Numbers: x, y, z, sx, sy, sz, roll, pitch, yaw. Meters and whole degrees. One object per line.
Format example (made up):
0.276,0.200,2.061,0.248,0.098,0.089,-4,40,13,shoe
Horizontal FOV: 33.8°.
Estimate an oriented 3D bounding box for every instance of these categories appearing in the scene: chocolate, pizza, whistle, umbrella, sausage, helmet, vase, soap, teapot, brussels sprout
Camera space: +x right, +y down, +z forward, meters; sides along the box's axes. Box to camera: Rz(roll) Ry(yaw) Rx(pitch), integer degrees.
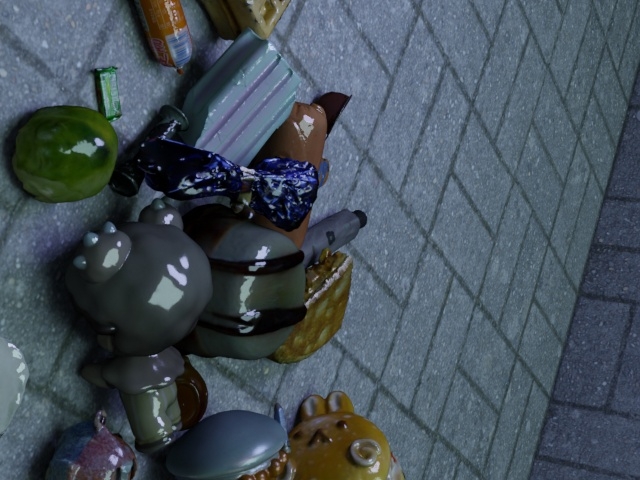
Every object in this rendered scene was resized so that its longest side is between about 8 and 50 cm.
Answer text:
-0.140,0.084,1.793,0.284,0.186,0.283,-20,116,-46,chocolate
-0.044,0.170,2.067,0.268,0.087,0.257,-46,155,-37,pizza
-0.360,0.421,1.609,0.142,0.134,0.346,-108,-152,-78,whistle
0.000,0.000,2.151,0.337,0.067,0.073,-30,152,-52,umbrella
-0.255,-0.368,1.663,0.071,0.071,0.234,-49,134,-42,sausage
-0.065,-0.113,1.918,0.121,0.121,0.304,-26,135,-54,sausage
0.014,-0.262,2.128,0.111,0.057,0.089,-60,-176,-25,helmet
-0.275,-0.146,1.686,0.167,0.059,0.059,-58,141,-35,vase
-0.146,-0.096,1.693,0.343,0.126,0.148,11,51,-47,chocolate
-0.147,-0.224,1.782,0.230,0.091,0.145,-48,139,-3,soap
-0.244,0.262,1.810,0.098,0.078,0.129,-2,103,-14,teapot
-0.353,-0.122,1.504,0.151,0.122,0.149,-63,140,-31,brussels sprout

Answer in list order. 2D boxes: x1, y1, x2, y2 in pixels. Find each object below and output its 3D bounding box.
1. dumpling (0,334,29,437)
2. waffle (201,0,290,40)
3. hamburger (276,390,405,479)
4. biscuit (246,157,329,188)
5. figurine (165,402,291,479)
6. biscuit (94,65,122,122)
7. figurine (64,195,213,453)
-0.519,0.211,1.263,0.341,0.181,0.260,15,92,-80,dumpling
-0.106,-0.561,1.831,0.376,0.114,0.261,-63,141,-29,waffle
0.032,0.453,2.133,0.302,0.261,0.186,-72,147,-52,hamburger
-0.058,-0.147,2.064,0.280,0.043,0.183,1,92,-61,biscuit
-0.184,0.468,1.872,0.224,0.205,0.381,-33,143,-55,figurine
-0.328,-0.225,1.625,0.046,0.016,0.089,-27,118,-52,biscuit
-0.269,0.134,1.615,0.248,0.203,0.380,-30,122,-57,figurine
